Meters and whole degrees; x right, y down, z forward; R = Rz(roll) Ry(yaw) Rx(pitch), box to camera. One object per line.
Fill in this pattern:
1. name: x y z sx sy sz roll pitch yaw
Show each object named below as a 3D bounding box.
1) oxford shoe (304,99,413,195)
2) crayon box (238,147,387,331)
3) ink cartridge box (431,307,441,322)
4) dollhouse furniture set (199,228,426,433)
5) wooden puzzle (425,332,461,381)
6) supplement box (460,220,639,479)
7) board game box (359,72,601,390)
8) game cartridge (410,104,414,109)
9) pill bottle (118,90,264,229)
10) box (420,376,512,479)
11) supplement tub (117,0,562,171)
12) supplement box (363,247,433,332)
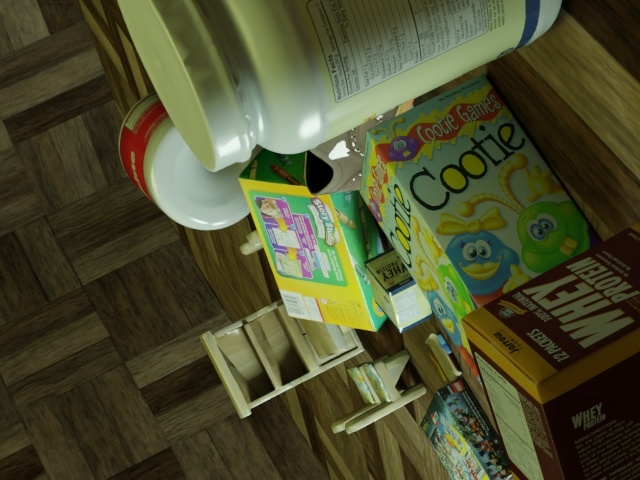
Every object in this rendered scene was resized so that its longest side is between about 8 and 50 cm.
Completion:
1. oxford shoe: 0.023 -0.165 1.644 0.130 0.133 0.363 57 168 33
2. crayon box: 0.000 0.000 2.172 0.165 0.081 0.278 8 132 33
3. ink cartridge box: 0.168 0.073 1.905 0.063 0.029 0.115 55 167 36
4. dollhouse furniture set: -0.047 0.167 2.500 0.362 0.256 0.394 62 169 3
5. wooden puzzle: 0.181 0.169 2.111 0.078 0.014 0.116 58 168 5
6. supplement box: 0.252 0.123 1.228 0.129 0.191 0.194 44 159 58
7. board game box: 0.169 -0.001 1.445 0.275 0.144 0.142 58 167 20
8. game cartridge: 0.090 -0.170 1.745 0.083 0.017 0.056 51 160 47
9. pill bottle: -0.256 -0.169 2.756 0.229 0.229 0.408 67 168 -19
10. box: 0.219 0.310 2.170 0.159 0.044 0.233 60 168 16
11. supplement tub: 0.012 -0.215 1.207 0.235 0.325 0.235 59 168 21
12. supplement box: 0.112 0.070 2.079 0.083 0.056 0.083 51 163 48
